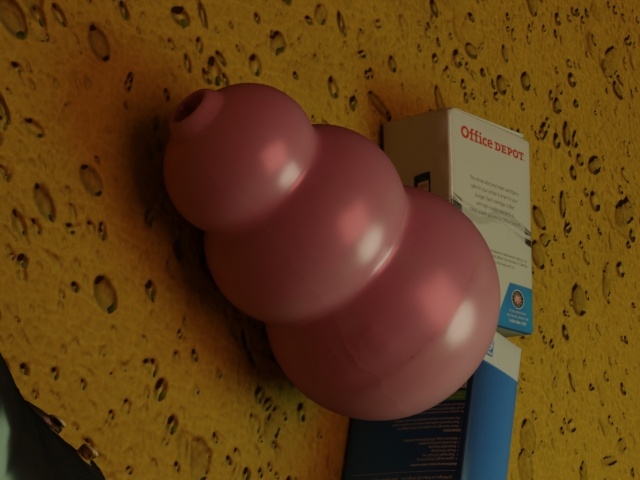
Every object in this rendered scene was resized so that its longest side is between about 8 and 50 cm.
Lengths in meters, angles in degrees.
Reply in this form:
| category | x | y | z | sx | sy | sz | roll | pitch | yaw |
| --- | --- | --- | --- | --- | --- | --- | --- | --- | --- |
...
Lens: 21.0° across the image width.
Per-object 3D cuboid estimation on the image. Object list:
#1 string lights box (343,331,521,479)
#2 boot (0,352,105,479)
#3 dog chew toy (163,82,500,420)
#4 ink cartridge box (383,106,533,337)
| category | x | y | z | sx | sy | sz | roll | pitch | yaw |
| --- | --- | --- | --- | --- | --- | --- | --- | --- | --- |
| string lights box | 0.093 | 0.211 | 1.546 | 0.077 | 0.133 | 0.259 | 33 | 58 | -45 |
| boot | -0.246 | 0.075 | 1.129 | 0.377 | 0.138 | 0.284 | -104 | 173 | -45 |
| dog chew toy | 0.000 | 0.000 | 1.431 | 0.332 | 0.206 | 0.206 | 45 | 49 | -27 |
| ink cartridge box | 0.135 | -0.012 | 1.688 | 0.148 | 0.086 | 0.203 | 17 | 69 | -50 |
